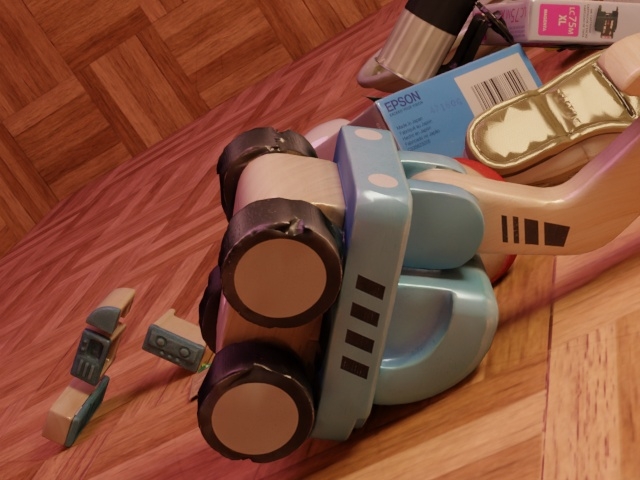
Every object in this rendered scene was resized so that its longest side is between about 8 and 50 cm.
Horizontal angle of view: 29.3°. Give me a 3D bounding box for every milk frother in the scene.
[{"bbox_3d":[0.160,-0.252,1.547,0.135,0.129,0.143,-62,17,17],"label":"milk frother"}]

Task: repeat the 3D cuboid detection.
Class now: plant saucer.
[{"bbox_3d":[0.258,-0.372,2.286,0.400,0.100,0.400,-31,14,9],"label":"plant saucer"}]

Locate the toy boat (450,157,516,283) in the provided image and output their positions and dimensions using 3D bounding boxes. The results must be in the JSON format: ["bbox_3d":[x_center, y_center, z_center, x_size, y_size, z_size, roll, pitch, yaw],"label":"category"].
[{"bbox_3d":[0.132,-0.015,1.360,0.151,0.151,0.231,-24,5,-42],"label":"toy boat"}]

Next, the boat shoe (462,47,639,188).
[{"bbox_3d":[0.302,-0.136,1.398,0.302,0.113,0.103,-17,-23,-7],"label":"boat shoe"}]

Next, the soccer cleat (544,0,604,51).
[{"bbox_3d":[0.455,-0.396,1.893,0.289,0.121,0.093,-33,14,2],"label":"soccer cleat"}]

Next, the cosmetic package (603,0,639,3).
[{"bbox_3d":[0.488,-0.334,1.574,0.099,0.060,0.239,-3,9,-36],"label":"cosmetic package"}]

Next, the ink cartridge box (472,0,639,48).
[{"bbox_3d":[0.378,-0.281,1.609,0.311,0.065,0.186,-3,8,-15],"label":"ink cartridge box"}]

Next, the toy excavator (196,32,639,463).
[{"bbox_3d":[0.124,-0.003,1.147,0.445,0.433,0.222,6,26,-9],"label":"toy excavator"}]

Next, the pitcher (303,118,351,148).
[{"bbox_3d":[-0.013,-0.086,1.950,0.207,0.125,0.178,-51,4,-18],"label":"pitcher"}]

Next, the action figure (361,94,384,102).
[{"bbox_3d":[0.189,-0.195,1.883,0.232,0.137,0.063,-12,48,36],"label":"action figure"}]

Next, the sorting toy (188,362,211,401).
[{"bbox_3d":[-0.142,0.173,1.576,0.062,0.012,0.083,-36,17,12],"label":"sorting toy"}]

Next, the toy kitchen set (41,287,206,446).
[{"bbox_3d":[-0.263,0.194,1.677,0.122,0.166,0.207,-60,-7,-61],"label":"toy kitchen set"}]

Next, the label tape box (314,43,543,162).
[{"bbox_3d":[0.099,-0.111,1.592,0.249,0.115,0.347,-26,-1,-32],"label":"label tape box"}]
